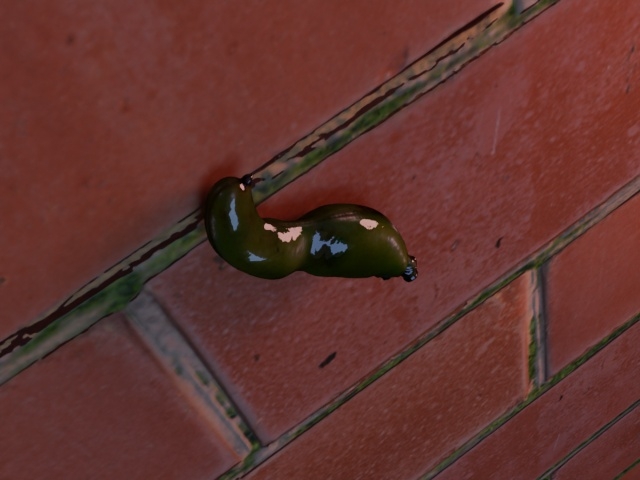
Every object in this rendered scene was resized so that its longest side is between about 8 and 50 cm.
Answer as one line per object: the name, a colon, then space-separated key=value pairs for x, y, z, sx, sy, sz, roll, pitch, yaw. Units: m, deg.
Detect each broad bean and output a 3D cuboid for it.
broad bean: x=0.000 y=0.000 z=0.639 sx=0.214 sy=0.048 sz=0.070 roll=15 pitch=119 yaw=-48
